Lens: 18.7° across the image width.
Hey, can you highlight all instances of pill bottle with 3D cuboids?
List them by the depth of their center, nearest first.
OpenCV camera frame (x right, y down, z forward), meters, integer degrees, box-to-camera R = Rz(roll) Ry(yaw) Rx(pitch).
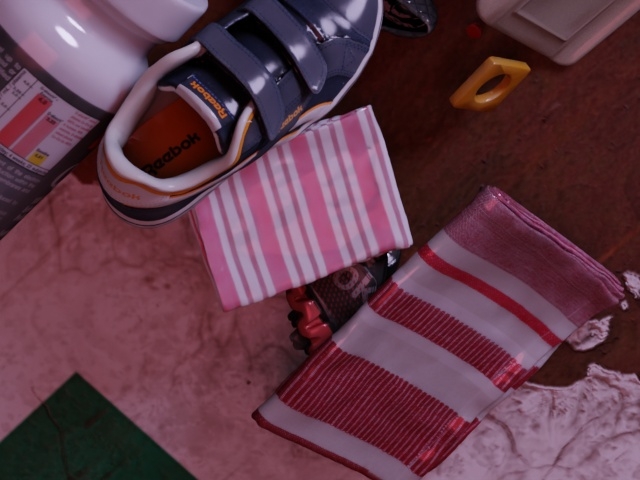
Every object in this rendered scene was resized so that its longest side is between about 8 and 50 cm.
[{"bbox_3d":[-0.288,-0.147,1.756,0.363,0.210,0.210,-42,107,15],"label":"pill bottle"}]

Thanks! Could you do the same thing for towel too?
[{"bbox_3d":[-0.021,-0.029,1.807,0.197,0.029,0.144,-20,103,-6],"label":"towel"},{"bbox_3d":[0.119,0.107,1.902,0.329,0.037,0.237,-44,134,15],"label":"towel"}]

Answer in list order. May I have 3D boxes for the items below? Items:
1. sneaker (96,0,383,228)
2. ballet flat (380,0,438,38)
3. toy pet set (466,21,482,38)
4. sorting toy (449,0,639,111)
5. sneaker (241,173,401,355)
[{"bbox_3d":[-0.065,-0.139,1.721,0.126,0.127,0.321,43,81,8],"label":"sneaker"},{"bbox_3d":[0.029,-0.233,1.814,0.173,0.049,0.057,15,110,-7],"label":"ballet flat"},{"bbox_3d":[0.150,-0.270,1.810,0.122,0.065,0.114,46,139,-14],"label":"toy pet set"},{"bbox_3d":[0.240,-0.248,1.768,0.347,0.196,0.047,-40,64,17],"label":"sorting toy"},{"bbox_3d":[0.000,0.000,1.882,0.135,0.098,0.276,-24,110,6],"label":"sneaker"}]
